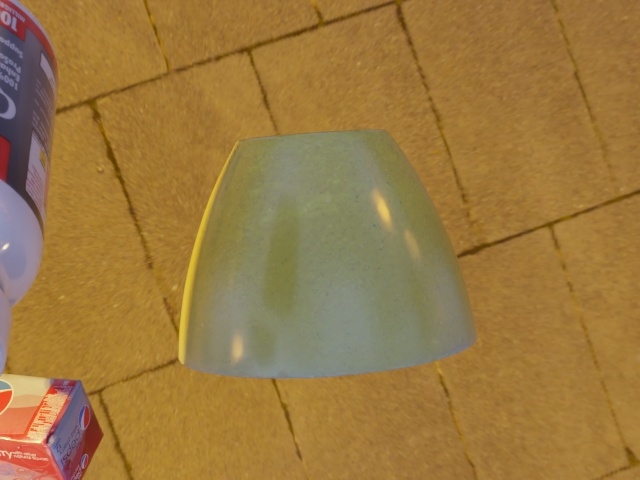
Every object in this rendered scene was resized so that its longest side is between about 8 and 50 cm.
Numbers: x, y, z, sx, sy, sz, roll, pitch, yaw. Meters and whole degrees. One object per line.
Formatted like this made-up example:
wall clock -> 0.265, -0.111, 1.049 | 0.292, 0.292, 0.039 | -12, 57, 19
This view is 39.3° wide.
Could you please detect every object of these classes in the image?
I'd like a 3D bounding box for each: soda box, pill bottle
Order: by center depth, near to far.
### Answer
pill bottle -> -0.341, -0.050, 0.767 | 0.210, 0.210, 0.363 | -4, 49, -8
soda box -> -0.367, 0.192, 0.922 | 0.263, 0.083, 0.092 | 3, 130, 14

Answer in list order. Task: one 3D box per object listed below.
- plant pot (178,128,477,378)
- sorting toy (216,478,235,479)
plant pot -> 0.000, 0.000, 0.403 | 0.134, 0.134, 0.095 | -5, 94, -8
sorting toy -> 0.034, 0.256, 0.486 | 0.365, 0.127, 0.126 | 39, 40, -33
